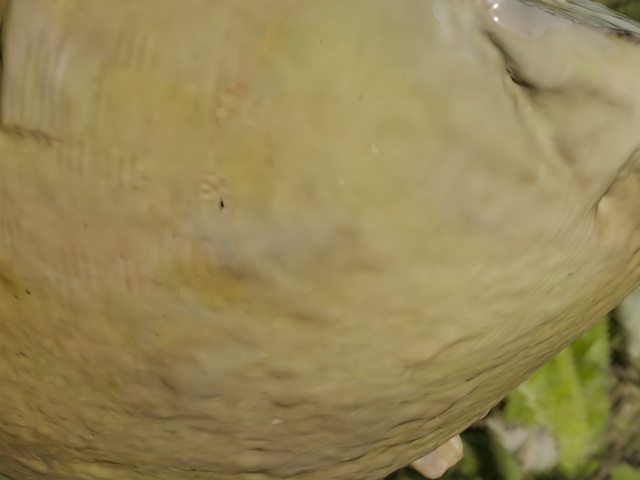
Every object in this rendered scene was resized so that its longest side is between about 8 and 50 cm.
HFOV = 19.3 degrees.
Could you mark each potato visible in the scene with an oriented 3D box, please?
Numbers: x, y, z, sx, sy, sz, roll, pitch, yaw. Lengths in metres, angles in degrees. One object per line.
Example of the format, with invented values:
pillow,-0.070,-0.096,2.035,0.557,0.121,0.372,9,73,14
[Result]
potato,-0.009,0.021,0.571,0.211,0.264,0.189,30,20,4
